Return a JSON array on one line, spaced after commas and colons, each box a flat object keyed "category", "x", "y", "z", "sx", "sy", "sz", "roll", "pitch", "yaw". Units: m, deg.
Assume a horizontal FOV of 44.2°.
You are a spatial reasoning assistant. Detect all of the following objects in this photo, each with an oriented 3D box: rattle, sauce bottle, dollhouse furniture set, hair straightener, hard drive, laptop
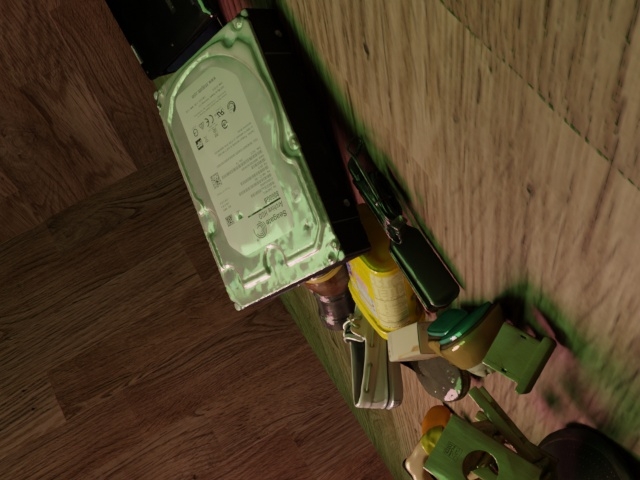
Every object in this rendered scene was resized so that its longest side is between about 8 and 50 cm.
[{"category": "rattle", "x": 0.240, "y": 0.373, "z": 1.267, "sx": 0.199, "sy": 0.130, "sz": 0.143, "roll": 32, "pitch": 179, "yaw": 5}, {"category": "sauce bottle", "x": 0.000, "y": 0.000, "z": 1.200, "sx": 0.111, "sy": 0.111, "sz": 0.345, "roll": 50, "pitch": 162, "yaw": 49}, {"category": "dollhouse furniture set", "x": 0.206, "y": 0.174, "z": 0.770, "sx": 0.101, "sy": 0.161, "sz": 0.182, "roll": 30, "pitch": -176, "yaw": 26}, {"category": "hair straightener", "x": 0.093, "y": -0.026, "z": 0.917, "sx": 0.231, "sy": 0.047, "sz": 0.089, "roll": 63, "pitch": 171, "yaw": 10}, {"category": "hard drive", "x": -0.090, "y": -0.099, "z": 1.046, "sx": 0.236, "sy": 0.064, "sz": 0.339, "roll": -27, "pitch": 83, "yaw": 44}, {"category": "laptop", "x": -0.228, "y": -0.459, "z": 1.130, "sx": 0.382, "sy": 0.236, "sz": 0.408, "roll": 61, "pitch": 152, "yaw": -8}]

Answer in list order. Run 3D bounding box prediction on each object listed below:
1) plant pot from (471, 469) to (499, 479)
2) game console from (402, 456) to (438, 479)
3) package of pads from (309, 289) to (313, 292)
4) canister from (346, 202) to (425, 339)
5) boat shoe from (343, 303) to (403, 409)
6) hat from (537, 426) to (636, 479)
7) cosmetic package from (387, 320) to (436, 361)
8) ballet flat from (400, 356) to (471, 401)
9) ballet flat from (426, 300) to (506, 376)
[{"category": "plant pot", "x": 0.223, "y": 0.389, "z": 1.013, "sx": 0.205, "sy": 0.187, "sz": 0.205, "roll": 57, "pitch": 171, "yaw": 14}, {"category": "game console", "x": 0.301, "y": 0.566, "z": 1.330, "sx": 0.342, "sy": 0.060, "sz": 0.386, "roll": 49, "pitch": 176, "yaw": -24}, {"category": "package of pads", "x": -0.022, "y": 0.094, "z": 1.932, "sx": 0.050, "sy": 0.032, "sz": 0.083, "roll": 55, "pitch": 170, "yaw": 16}, {"category": "canister", "x": 0.082, "y": 0.043, "z": 1.071, "sx": 0.126, "sy": 0.073, "sz": 0.170, "roll": 53, "pitch": 167, "yaw": 36}, {"category": "boat shoe", "x": 0.072, "y": 0.138, "z": 1.174, "sx": 0.083, "sy": 0.075, "sz": 0.226, "roll": 130, "pitch": 135, "yaw": -63}, {"category": "hat", "x": 0.262, "y": 0.356, "z": 0.761, "sx": 0.133, "sy": 0.332, "sz": 0.331, "roll": 19, "pitch": 174, "yaw": -7}, {"category": "cosmetic package", "x": 0.133, "y": 0.131, "z": 1.019, "sx": 0.115, "sy": 0.060, "sz": 0.041, "roll": 135, "pitch": 132, "yaw": -72}, {"category": "ballet flat", "x": 0.157, "y": 0.169, "z": 1.140, "sx": 0.250, "sy": 0.058, "sz": 0.084, "roll": -165, "pitch": 77, "yaw": -70}, {"category": "ballet flat", "x": 0.166, "y": 0.108, "z": 0.838, "sx": 0.073, "sy": 0.080, "sz": 0.232, "roll": 50, "pitch": 179, "yaw": 4}]
